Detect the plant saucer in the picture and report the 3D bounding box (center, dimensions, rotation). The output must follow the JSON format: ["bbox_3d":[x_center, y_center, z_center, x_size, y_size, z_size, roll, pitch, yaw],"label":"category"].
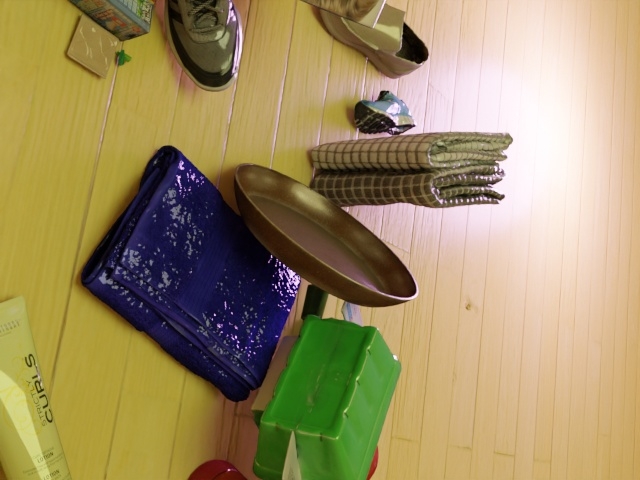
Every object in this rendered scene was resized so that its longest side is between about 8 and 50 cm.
[{"bbox_3d":[0.000,0.000,1.140,0.311,0.310,0.050,16,113,-49],"label":"plant saucer"}]

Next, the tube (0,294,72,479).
[{"bbox_3d":[-0.323,0.186,0.859,0.070,0.062,0.240,-108,-177,-84],"label":"tube"}]

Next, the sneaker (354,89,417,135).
[{"bbox_3d":[0.106,-0.232,1.433,0.162,0.063,0.073,0,69,-55],"label":"sneaker"}]

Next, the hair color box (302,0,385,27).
[{"bbox_3d":[0.050,-0.462,0.999,0.174,0.105,0.347,8,114,-41],"label":"hair color box"}]

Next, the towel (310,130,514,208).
[{"bbox_3d":[0.156,-0.111,1.333,0.284,0.235,0.121,-8,97,-50],"label":"towel"}]

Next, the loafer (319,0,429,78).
[{"bbox_3d":[0.099,-0.374,1.395,0.269,0.092,0.101,25,68,-47],"label":"loafer"}]

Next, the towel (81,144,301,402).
[{"bbox_3d":[-0.147,0.050,1.069,0.308,0.076,0.227,49,53,-37],"label":"towel"}]

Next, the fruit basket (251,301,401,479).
[{"bbox_3d":[0.008,0.290,1.172,0.353,0.166,0.327,88,20,-48],"label":"fruit basket"}]

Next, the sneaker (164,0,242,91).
[{"bbox_3d":[-0.152,-0.322,1.014,0.101,0.153,0.268,-9,101,-9],"label":"sneaker"}]

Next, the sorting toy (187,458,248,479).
[{"bbox_3d":[-0.168,0.415,0.974,0.365,0.126,0.127,-41,118,-45],"label":"sorting toy"}]

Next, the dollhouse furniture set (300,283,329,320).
[{"bbox_3d":[0.028,0.125,1.278,0.152,0.076,0.058,36,61,-42],"label":"dollhouse furniture set"}]

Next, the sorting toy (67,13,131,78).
[{"bbox_3d":[-0.270,-0.231,0.993,0.083,0.012,0.062,31,63,-44],"label":"sorting toy"}]

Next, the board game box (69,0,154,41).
[{"bbox_3d":[-0.283,-0.366,0.952,0.194,0.060,0.194,17,74,-50],"label":"board game box"}]
